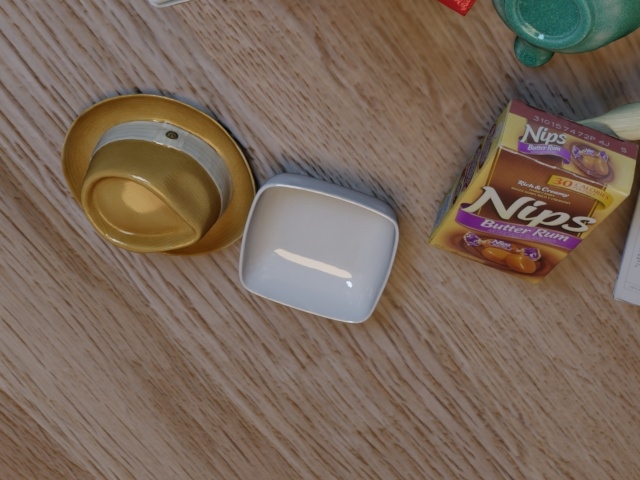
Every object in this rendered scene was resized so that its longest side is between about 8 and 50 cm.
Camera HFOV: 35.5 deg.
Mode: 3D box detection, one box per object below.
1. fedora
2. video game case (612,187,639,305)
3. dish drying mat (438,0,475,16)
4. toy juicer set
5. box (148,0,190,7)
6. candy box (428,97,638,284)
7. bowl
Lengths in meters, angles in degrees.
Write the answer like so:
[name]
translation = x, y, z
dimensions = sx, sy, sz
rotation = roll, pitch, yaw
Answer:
[fedora]
translation = -0.159, -0.042, 0.936
dimensions = 0.194, 0.079, 0.194
rotation = 6, 127, 8
[video game case]
translation = 0.382, -0.030, 0.788
dimensions = 0.244, 0.061, 0.270
rotation = 21, 131, 24
[dish drying mat]
translation = 0.089, -0.213, 0.797
dimensions = 0.083, 0.008, 0.032
rotation = 31, 126, -9
[toy juicer set]
translation = 0.213, -0.187, 0.721
dimensions = 0.209, 0.089, 0.329
rotation = 11, 143, 31
[box]
translation = -0.030, -0.275, 0.587
dimensions = 0.121, 0.311, 0.148
rotation = -11, 122, 20
[candy box]
translation = 0.171, -0.035, 0.838
dimensions = 0.109, 0.053, 0.187
rotation = 20, 152, -2
[bowl]
translation = 0.000, 0.000, 0.948
dimensions = 0.141, 0.053, 0.142
rotation = 17, 129, 0
